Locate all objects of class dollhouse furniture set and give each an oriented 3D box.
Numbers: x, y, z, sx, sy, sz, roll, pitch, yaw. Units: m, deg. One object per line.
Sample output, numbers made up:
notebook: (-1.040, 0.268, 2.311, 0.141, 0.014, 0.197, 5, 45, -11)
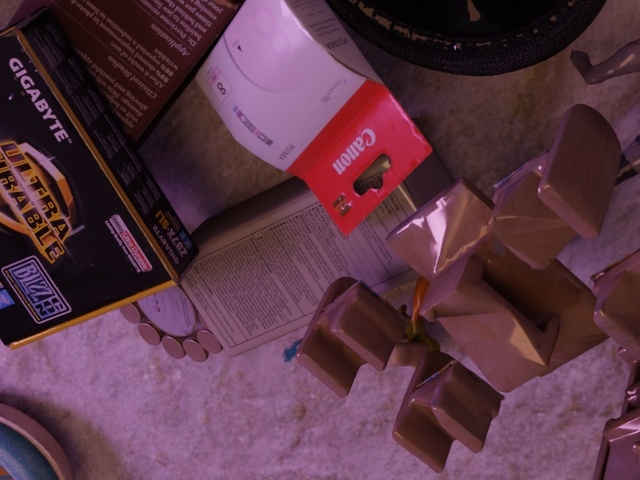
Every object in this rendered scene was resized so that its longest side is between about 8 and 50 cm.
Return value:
dollhouse furniture set: (0.255, 0.074, 1.383, 0.394, 0.256, 0.362, 41, 132, -12)

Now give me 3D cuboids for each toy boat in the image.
toy boat: (-0.472, 0.368, 1.889, 0.267, 0.148, 0.318, 11, 119, 13)

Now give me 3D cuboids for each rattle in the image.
rattle: (0.045, 0.085, 1.615, 0.199, 0.130, 0.143, 7, 110, 46)

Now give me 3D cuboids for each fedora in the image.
fedora: (0.140, -0.324, 1.319, 0.334, 0.152, 0.334, 10, 117, 20)

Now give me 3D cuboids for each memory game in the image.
memory game: (-0.191, 0.075, 1.688, 0.186, 0.012, 0.186, 23, 135, 25)

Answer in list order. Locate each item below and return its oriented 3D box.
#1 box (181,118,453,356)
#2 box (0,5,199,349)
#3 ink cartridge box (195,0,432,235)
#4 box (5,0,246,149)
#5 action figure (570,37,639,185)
box: (0.000, 0.000, 1.553, 0.311, 0.121, 0.148, -23, 106, 27)
box: (-0.324, -0.059, 1.504, 0.257, 0.079, 0.322, -20, 110, 29)
ink cartridge box: (-0.015, -0.132, 1.384, 0.232, 0.066, 0.189, 58, 141, 12)
box: (-0.241, -0.205, 1.520, 0.191, 0.143, 0.381, 40, 121, -6)
action figure: (0.452, -0.122, 1.309, 0.330, 0.178, 0.341, -25, 103, 38)
